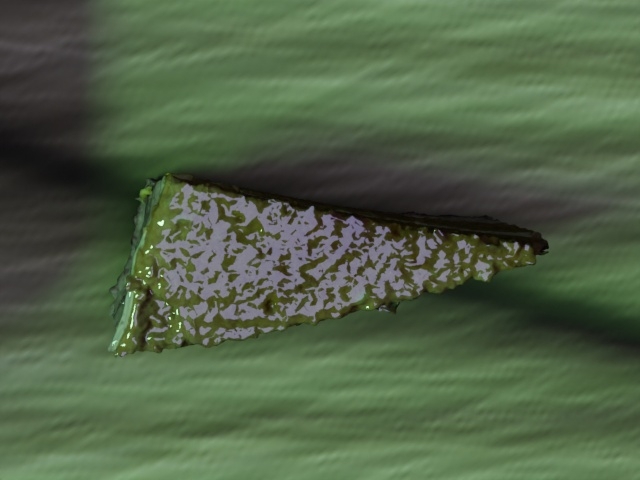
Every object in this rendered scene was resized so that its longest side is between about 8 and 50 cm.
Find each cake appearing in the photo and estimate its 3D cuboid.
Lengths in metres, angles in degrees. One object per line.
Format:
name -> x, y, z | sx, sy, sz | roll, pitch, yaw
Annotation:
cake -> 0.000, 0.000, 1.187 | 0.295, 0.116, 0.113 | -4, 101, -14
